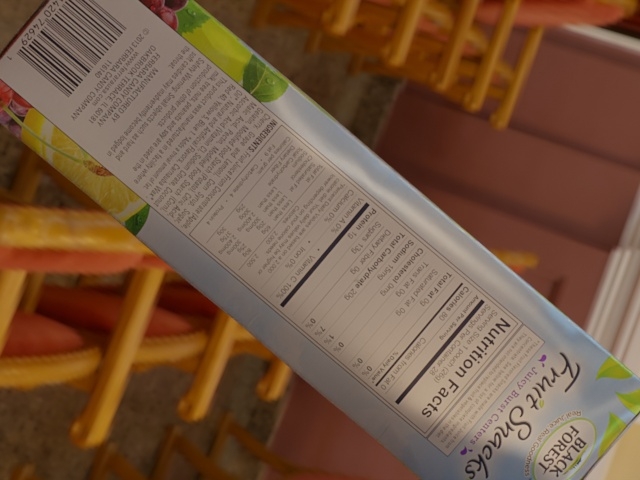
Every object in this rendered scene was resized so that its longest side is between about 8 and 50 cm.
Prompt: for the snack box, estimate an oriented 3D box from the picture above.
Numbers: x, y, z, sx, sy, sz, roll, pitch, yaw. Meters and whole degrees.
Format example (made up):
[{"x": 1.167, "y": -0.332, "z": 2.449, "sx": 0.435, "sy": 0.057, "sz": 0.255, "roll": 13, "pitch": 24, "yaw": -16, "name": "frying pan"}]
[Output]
[{"x": 0.000, "y": 0.000, "z": 0.476, "sx": 0.070, "sy": 0.207, "sz": 0.174, "roll": -51, "pitch": 178, "yaw": 2, "name": "snack box"}]
